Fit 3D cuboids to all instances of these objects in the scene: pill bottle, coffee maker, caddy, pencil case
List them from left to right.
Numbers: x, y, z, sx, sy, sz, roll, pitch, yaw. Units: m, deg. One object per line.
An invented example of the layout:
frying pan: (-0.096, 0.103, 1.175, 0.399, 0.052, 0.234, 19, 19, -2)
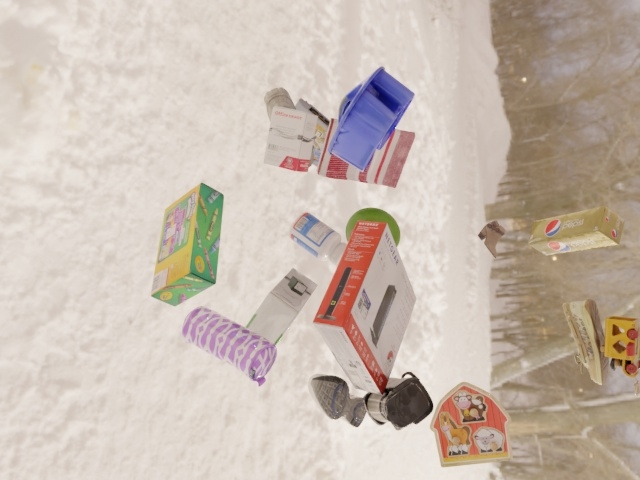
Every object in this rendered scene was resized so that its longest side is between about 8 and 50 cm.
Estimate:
pencil case: (-0.180, 0.205, 1.147, 0.086, 0.206, 0.088, -26, 133, -49)
pill bottle: (0.000, 0.000, 2.172, 0.124, 0.221, 0.124, -48, 163, -20)
caddy: (0.134, -0.371, 1.772, 0.241, 0.179, 0.341, -52, 176, -28)
coffee maker: (0.209, 0.400, 1.498, 0.171, 0.120, 0.178, -55, -175, -19)

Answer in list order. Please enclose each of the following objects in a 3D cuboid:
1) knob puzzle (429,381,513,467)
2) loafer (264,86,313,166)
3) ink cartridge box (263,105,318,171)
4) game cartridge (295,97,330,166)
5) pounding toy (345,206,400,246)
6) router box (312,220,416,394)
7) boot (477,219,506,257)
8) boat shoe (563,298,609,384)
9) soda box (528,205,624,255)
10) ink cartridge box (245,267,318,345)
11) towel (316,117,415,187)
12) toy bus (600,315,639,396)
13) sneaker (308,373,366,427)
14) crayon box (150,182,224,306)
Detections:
knob puzzle: (0.357, 0.437, 1.388, 0.030, 0.213, 0.213, 20, 63, -78)
loafer: (-0.092, -0.330, 1.822, 0.319, 0.112, 0.111, 60, 9, -49)
ink cartridge box: (-0.077, -0.261, 1.499, 0.063, 0.109, 0.150, -7, 112, -58)
game cartridge: (-0.015, -0.410, 2.353, 0.297, 0.198, 0.062, 40, 39, 0)
pounding toy: (0.156, 0.020, 1.885, 0.110, 0.183, 0.236, -52, 150, -60)
router box: (0.123, 0.170, 1.441, 0.301, 0.082, 0.335, -65, 146, -30)
boot: (0.601, -0.010, 1.999, 0.118, 0.087, 0.042, 58, 14, 23)
boat shoe: (0.838, 0.317, 1.825, 0.104, 0.089, 0.285, -27, 104, -49)
soda box: (0.515, -0.016, 1.182, 0.061, 0.181, 0.058, 29, 70, -19)
ink cartridge box: (-0.138, 0.240, 2.000, 0.121, 0.211, 0.289, 35, 17, 2)
towel: (0.168, -0.322, 2.172, 0.037, 0.329, 0.237, -104, -155, -54)
toy bus: (0.885, 0.318, 1.711, 0.202, 0.104, 0.191, -56, 132, -33)
sneaker: (0.028, 0.452, 1.659, 0.111, 0.129, 0.297, -61, 143, -20)
crayon box: (-0.337, 0.008, 1.486, 0.081, 0.165, 0.278, 30, 45, -37)
